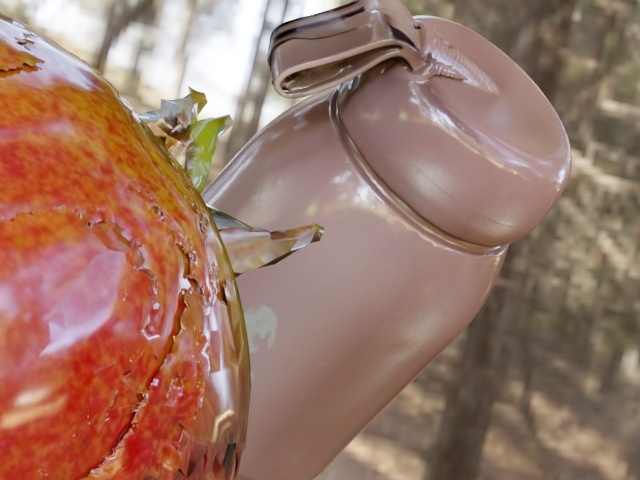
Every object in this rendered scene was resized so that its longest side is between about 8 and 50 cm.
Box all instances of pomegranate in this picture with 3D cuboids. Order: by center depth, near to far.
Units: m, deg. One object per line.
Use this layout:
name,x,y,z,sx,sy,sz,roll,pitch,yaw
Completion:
pomegranate,-0.113,0.032,0.529,0.210,0.210,0.235,8,27,40

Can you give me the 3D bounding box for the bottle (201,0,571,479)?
bottle,0.000,0.000,1.154,0.206,0.173,0.297,29,-57,-26
